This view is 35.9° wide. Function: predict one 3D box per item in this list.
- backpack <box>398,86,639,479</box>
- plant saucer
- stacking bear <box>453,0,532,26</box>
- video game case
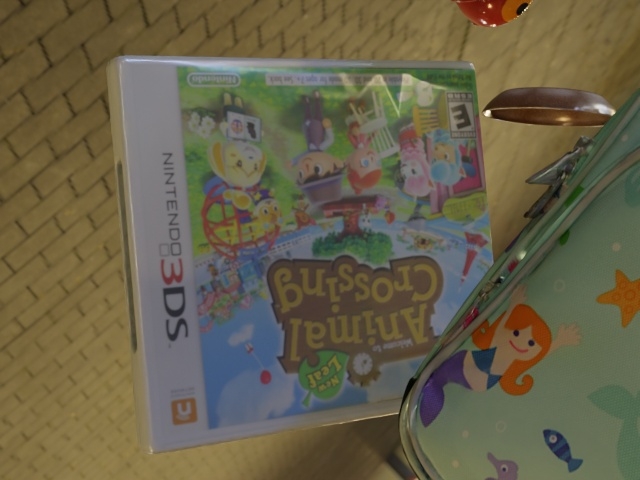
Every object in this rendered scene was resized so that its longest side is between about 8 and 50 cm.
[{"bbox_3d":[0.170,0.044,0.349,0.253,0.225,0.191,-51,159,10],"label":"backpack"},{"bbox_3d":[0.334,-0.194,1.430,0.198,0.198,0.036,1,93,-68],"label":"plant saucer"},{"bbox_3d":[0.172,-0.355,1.182,0.175,0.164,0.289,-48,143,9],"label":"stacking bear"},{"bbox_3d":[0.000,0.000,0.525,0.212,0.193,0.023,-4,178,-27],"label":"video game case"}]
